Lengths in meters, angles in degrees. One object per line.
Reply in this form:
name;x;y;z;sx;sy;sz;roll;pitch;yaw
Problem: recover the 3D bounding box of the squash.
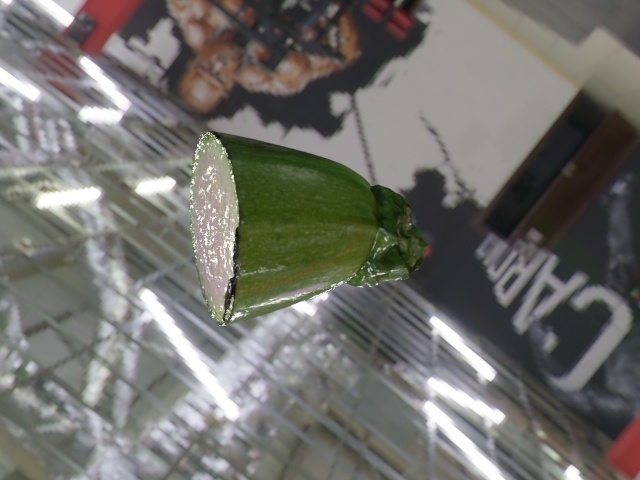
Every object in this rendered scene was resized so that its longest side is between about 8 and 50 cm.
squash;0.003;-0.008;0.715;0.132;0.105;0.105;-2;-159;-17
